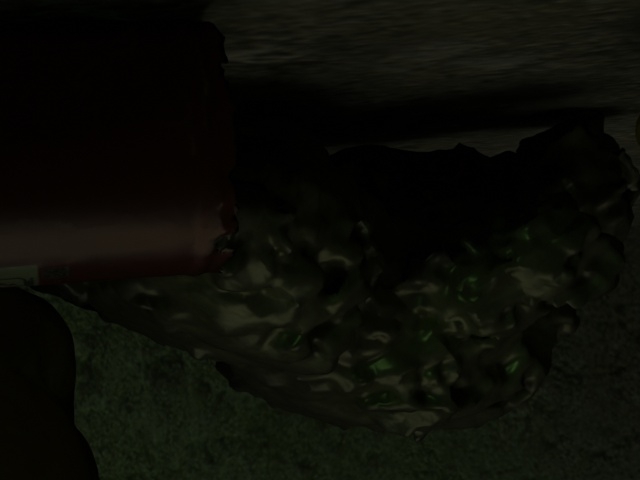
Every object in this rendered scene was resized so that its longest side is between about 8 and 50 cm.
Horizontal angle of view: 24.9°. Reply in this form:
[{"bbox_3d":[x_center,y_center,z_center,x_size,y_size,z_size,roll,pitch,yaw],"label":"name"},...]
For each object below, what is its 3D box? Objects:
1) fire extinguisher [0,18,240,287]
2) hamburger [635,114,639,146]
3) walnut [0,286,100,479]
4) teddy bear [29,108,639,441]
[{"bbox_3d":[-0.201,-0.006,0.548,0.336,0.147,0.106,-5,175,-13],"label":"fire extinguisher"},{"bbox_3d":[0.302,-0.034,0.678,0.318,0.158,0.318,-5,176,0],"label":"hamburger"},{"bbox_3d":[-0.276,0.163,0.813,0.381,0.381,0.381,-5,176,0],"label":"walnut"},{"bbox_3d":[0.000,0.000,0.882,0.357,0.225,0.367,-4,162,22],"label":"teddy bear"}]
